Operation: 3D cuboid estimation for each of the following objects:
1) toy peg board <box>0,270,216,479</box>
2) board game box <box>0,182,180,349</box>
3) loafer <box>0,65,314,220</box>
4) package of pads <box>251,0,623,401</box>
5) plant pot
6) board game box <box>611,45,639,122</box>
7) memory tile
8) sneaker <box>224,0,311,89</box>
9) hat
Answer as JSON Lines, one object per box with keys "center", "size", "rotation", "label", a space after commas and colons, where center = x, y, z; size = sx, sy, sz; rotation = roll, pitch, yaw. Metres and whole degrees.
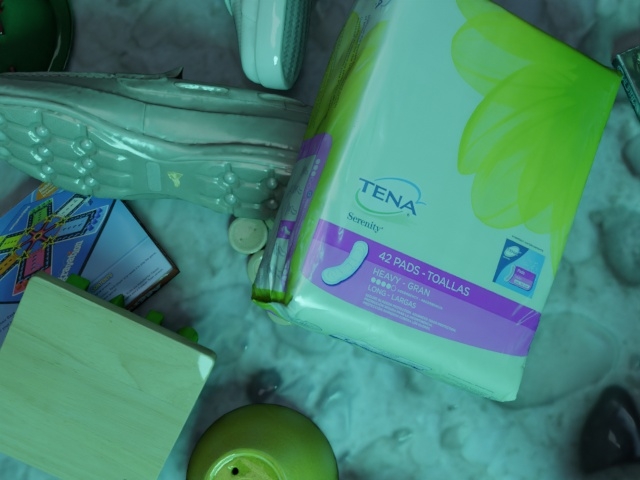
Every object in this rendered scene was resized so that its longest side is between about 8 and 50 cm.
{"center": [-0.188, 0.118, 0.790], "size": [0.161, 0.079, 0.161], "rotation": [26, 106, -4], "label": "toy peg board"}
{"center": [-0.281, 0.062, 0.839], "size": [0.281, 0.027, 0.145], "rotation": [-39, 81, -2], "label": "board game box"}
{"center": [-0.145, -0.098, 0.810], "size": [0.319, 0.112, 0.111], "rotation": [12, 52, -3], "label": "loafer"}
{"center": [0.091, -0.047, 0.743], "size": [0.229, 0.101, 0.296], "rotation": [23, 81, -22], "label": "package of pads"}
{"center": [-0.055, 0.203, 0.761], "size": [0.134, 0.095, 0.134], "rotation": [-1, 80, 5], "label": "plant pot"}
{"center": [0.352, -0.100, 0.808], "size": [0.126, 0.026, 0.186], "rotation": [-22, 80, 1], "label": "board game box"}
{"center": [0.000, 0.000, 0.831], "size": [0.148, 0.012, 0.113], "rotation": [-28, 79, 1], "label": "memory tile"}
{"center": [-0.095, -0.268, 0.843], "size": [0.169, 0.108, 0.292], "rotation": [-1, 71, 7], "label": "sneaker"}
{"center": [-0.327, -0.221, 0.809], "size": [0.173, 0.183, 0.208], "rotation": [7, 82, 7], "label": "hat"}
